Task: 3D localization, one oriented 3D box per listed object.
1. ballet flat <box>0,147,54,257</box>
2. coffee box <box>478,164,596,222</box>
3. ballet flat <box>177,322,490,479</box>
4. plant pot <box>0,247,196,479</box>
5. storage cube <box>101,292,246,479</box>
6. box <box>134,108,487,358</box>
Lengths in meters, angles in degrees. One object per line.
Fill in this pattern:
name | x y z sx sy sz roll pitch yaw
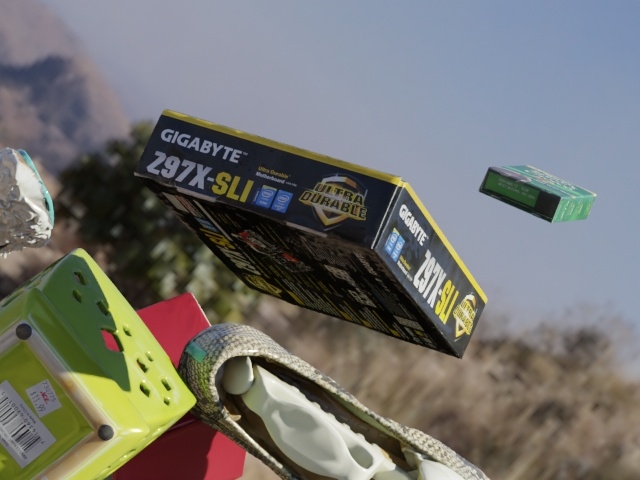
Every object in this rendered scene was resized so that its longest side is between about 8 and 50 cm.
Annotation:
ballet flat | -0.458 -0.029 2.535 0.147 0.147 0.409 43 -13 -3
coffee box | 0.292 -0.064 2.389 0.113 0.040 0.184 25 12 21
ballet flat | 0.042 0.266 2.068 0.483 0.164 0.182 36 -3 -12
plant pot | -0.299 0.171 1.922 0.228 0.227 0.207 52 11 -2
storage cube | -0.212 0.212 2.219 0.184 0.193 0.215 55 -27 31
box | 0.000 0.000 1.726 0.257 0.079 0.322 19 -14 26
